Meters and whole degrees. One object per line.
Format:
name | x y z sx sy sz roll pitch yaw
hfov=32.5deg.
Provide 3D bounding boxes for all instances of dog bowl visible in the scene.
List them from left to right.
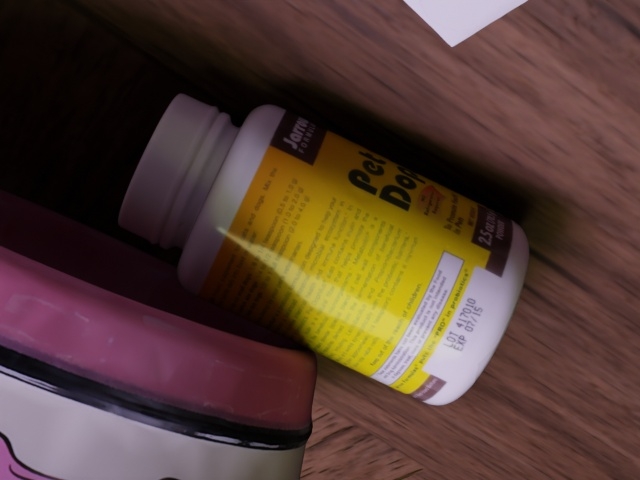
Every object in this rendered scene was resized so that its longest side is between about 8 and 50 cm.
dog bowl | -0.182 0.063 0.646 0.408 0.150 0.408 25 180 0

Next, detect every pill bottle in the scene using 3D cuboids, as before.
pill bottle | 0.000 0.000 0.623 0.215 0.117 0.117 25 145 -4

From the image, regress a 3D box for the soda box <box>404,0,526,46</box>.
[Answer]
soda box | 0.012 -0.178 0.423 0.216 0.069 0.074 38 143 -22
